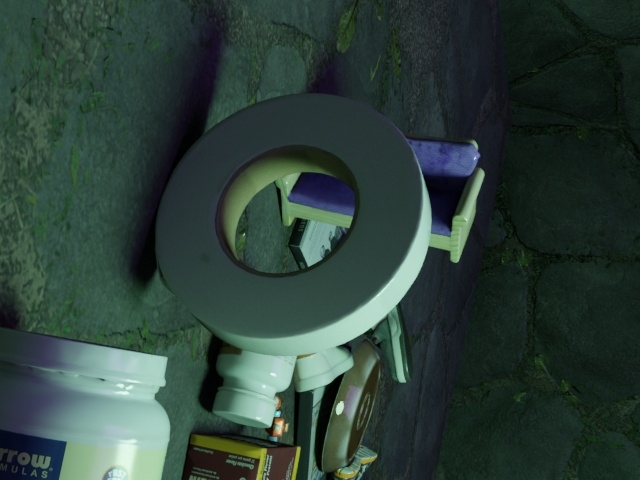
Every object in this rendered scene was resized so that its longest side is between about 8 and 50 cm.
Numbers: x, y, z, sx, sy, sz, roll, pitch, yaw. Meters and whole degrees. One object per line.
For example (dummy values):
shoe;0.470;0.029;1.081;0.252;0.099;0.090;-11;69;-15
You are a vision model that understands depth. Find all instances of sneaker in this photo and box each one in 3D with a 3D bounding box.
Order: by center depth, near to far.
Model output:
sneaker;-0.002;0.221;2.012;0.290;0.106;0.123;-9;82;-81
sneaker;0.078;0.168;2.024;0.124;0.178;0.296;60;15;-60
sneaker;0.072;0.552;2.400;0.215;0.084;0.083;-14;123;-66

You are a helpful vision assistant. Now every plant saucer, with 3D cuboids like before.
plant saucer;0.077;0.376;2.206;0.310;0.050;0.311;15;90;-77

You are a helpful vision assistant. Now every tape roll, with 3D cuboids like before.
tape roll;-0.041;-0.028;1.379;0.072;0.392;0.392;59;42;-60

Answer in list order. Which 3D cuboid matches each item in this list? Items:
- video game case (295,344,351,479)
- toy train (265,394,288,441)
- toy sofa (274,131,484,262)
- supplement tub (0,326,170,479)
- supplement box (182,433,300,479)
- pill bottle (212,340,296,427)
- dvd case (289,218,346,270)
video game case;0.005;0.402;2.188;0.248;0.035;0.275;-39;136;-63
toy train;-0.078;0.283;1.812;0.125;0.046;0.166;173;-76;-68
toy sofa;0.108;-0.102;1.816;0.150;0.362;0.177;-62;159;-43
supplement tub;-0.287;0.263;1.019;0.235;0.235;0.325;31;68;-69
supplement box;-0.139;0.430;1.660;0.194;0.129;0.191;30;69;-70
pill bottle;-0.105;0.191;1.663;0.131;0.131;0.229;55;46;-63
dvd case;0.000;0.000;2.044;0.239;0.029;0.179;68;35;-55
